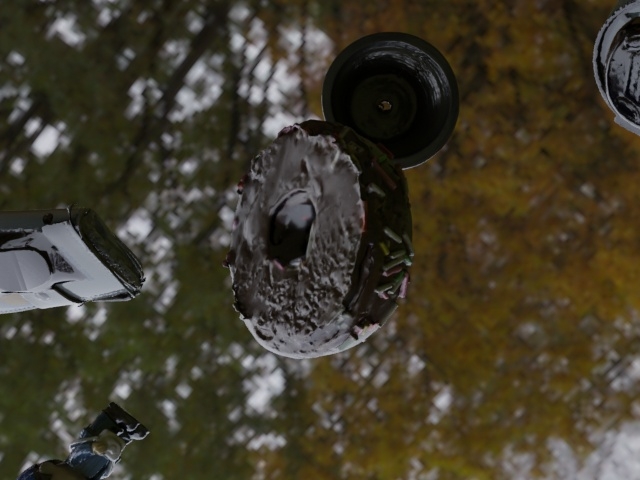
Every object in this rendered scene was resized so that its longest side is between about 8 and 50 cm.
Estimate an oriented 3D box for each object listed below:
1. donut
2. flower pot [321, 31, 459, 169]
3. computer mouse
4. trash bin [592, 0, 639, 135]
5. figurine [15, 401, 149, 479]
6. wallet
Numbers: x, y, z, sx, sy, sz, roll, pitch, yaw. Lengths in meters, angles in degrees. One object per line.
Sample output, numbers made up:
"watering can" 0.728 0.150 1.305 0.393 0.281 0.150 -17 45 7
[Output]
"donut" 0.000 0.000 1.701 0.103 0.269 0.269 10 -141 -39
"flower pot" 0.117 -0.235 2.731 0.235 0.235 0.148 40 179 -2
"computer mouse" 0.411 -0.164 1.661 0.233 0.137 0.096 26 -154 35
"trash bin" 0.481 -0.277 1.976 0.217 0.277 0.262 32 -135 3
"figurine" -0.237 0.223 1.537 0.087 0.149 0.086 34 169 25
"wallet" -0.328 0.026 1.791 0.170 0.231 0.069 58 -142 -46
